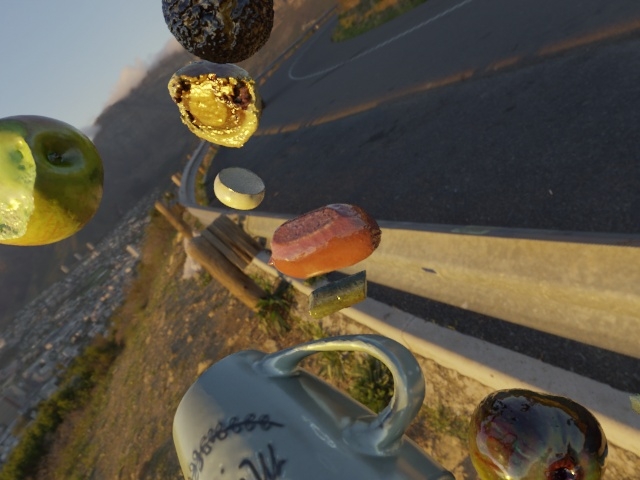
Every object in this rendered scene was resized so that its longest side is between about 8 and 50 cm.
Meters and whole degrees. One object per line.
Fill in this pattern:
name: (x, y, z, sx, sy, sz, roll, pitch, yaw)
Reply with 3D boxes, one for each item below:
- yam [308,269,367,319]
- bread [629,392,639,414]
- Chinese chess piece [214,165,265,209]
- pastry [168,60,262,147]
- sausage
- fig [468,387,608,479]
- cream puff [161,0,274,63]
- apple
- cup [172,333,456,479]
yam: (0.027, 0.077, 0.628, 0.094, 0.043, 0.043, -21, 24, 6)
bread: (0.889, 0.420, 1.171, 0.109, 0.084, 0.080, -38, 33, 1)
Chinese chess piece: (-0.195, -0.127, 1.078, 0.122, 0.122, 0.051, -72, 5, -54)
pastry: (-0.281, -0.406, 1.279, 0.256, 0.236, 0.170, 6, 57, 10)
sausage: (0.000, 0.000, 0.963, 0.254, 0.148, 0.148, -26, 25, 20)
fig: (0.253, 0.235, 0.579, 0.149, 0.149, 0.245, -39, 0, 4)
cream puff: (-0.211, -0.500, 0.944, 0.239, 0.239, 0.165, -51, 10, -24)
apple: (-0.534, -0.114, 0.829, 0.226, 0.246, 0.246, -12, 34, 35)
cup: (-0.010, 0.185, 0.410, 0.234, 0.186, 0.258, 32, 106, 38)
